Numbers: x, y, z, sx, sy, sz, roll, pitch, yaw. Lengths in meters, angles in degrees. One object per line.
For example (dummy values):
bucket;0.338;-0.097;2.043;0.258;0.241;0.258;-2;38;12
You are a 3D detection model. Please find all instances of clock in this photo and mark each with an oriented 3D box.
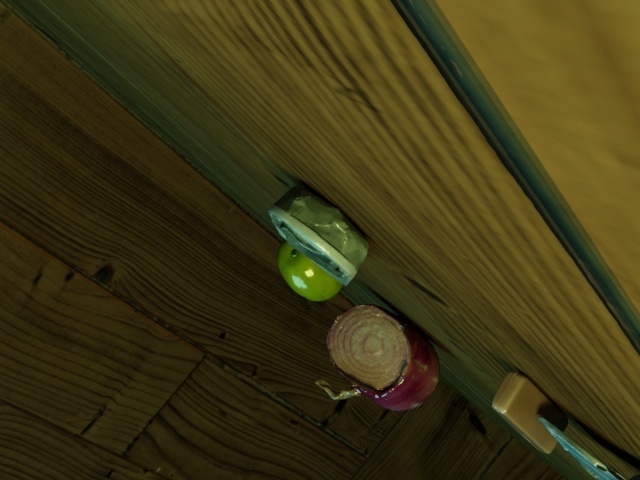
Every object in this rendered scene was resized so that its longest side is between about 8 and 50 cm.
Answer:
clock;0.452;0.384;1.144;0.083;0.010;0.074;42;176;-25

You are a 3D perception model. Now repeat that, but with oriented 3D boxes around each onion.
onion;0.122;0.216;1.272;0.207;0.200;0.200;-2;148;38

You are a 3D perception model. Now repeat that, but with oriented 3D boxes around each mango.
mango;-0.017;0.041;1.110;0.117;0.089;0.163;40;177;-3

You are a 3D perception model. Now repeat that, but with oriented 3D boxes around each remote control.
remote control;0.000;0.000;0.734;0.104;0.052;0.247;38;176;3

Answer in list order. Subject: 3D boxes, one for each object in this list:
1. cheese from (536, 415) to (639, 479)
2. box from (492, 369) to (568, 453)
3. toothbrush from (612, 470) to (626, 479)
cheese;0.308;0.248;0.639;0.135;0.052;0.245;46;175;-35
box;0.218;0.180;0.729;0.115;0.048;0.025;42;169;-35
toothbrush;0.439;0.356;0.902;0.194;0.014;0.017;40;176;-7
